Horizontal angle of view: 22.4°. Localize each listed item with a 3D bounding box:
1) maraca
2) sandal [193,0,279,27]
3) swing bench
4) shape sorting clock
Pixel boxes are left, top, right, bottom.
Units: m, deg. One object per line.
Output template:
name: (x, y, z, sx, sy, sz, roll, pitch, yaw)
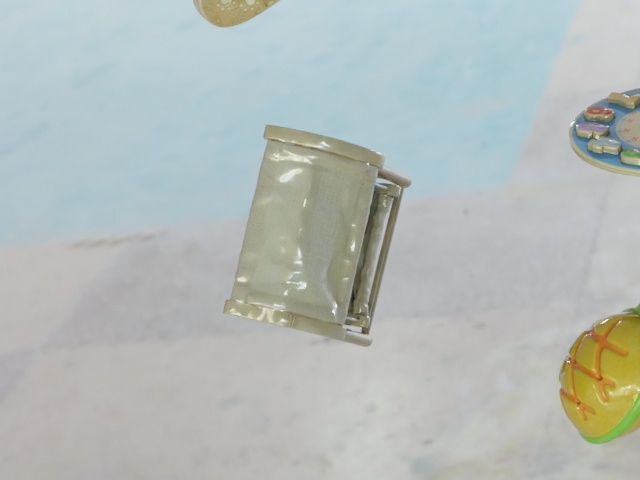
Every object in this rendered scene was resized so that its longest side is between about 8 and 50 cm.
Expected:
maraca: (0.295, 0.118, 1.556, 0.099, 0.185, 0.127, 16, 41, -21)
sandal: (-0.001, -0.263, 1.434, 0.240, 0.088, 0.079, -38, 35, -4)
swing bench: (0.000, 0.000, 2.179, 0.165, 0.253, 0.255, 12, -3, 13)
shape sorting clock: (0.361, -0.119, 1.678, 0.206, 0.040, 0.206, -4, 31, 3)
